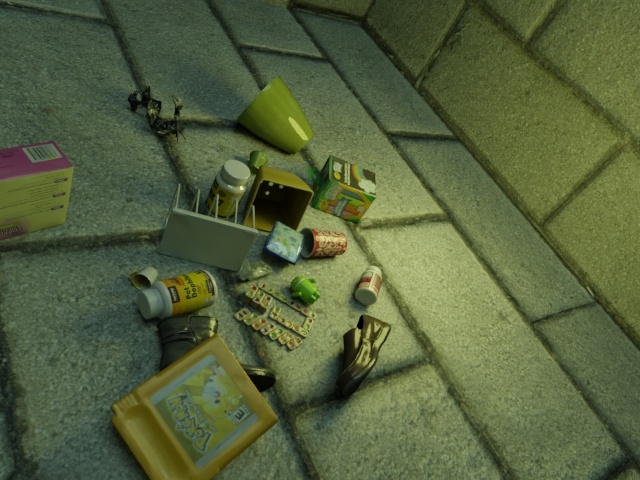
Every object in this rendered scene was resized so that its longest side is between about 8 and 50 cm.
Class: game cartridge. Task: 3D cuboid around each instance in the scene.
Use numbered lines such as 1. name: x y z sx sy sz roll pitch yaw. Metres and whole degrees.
1. game cartridge: -0.310 0.436 1.275 0.323 0.053 0.285 -34 83 -32

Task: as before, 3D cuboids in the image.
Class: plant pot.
1. plant pot: -0.271 -0.322 2.166 0.083 0.083 0.079 24 53 -11
2. plant pot: -0.178 -0.540 2.328 0.293 0.275 0.275 43 38 -13
3. plant pot: -0.176 -0.172 1.982 0.212 0.212 0.187 12 32 -23

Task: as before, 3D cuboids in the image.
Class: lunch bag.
1. lunch bag: -0.136 0.020 1.885 0.129 0.096 0.151 26 30 -9

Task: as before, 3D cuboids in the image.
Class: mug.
1. mug: 0.005 -0.004 1.996 0.169 0.113 0.150 3 50 -36
2. mug: -0.534 0.106 1.560 0.078 0.062 0.064 36 31 -7

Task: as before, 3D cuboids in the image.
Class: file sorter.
1. file sorter: -0.373 -0.048 1.723 0.277 0.193 0.173 16 39 -20

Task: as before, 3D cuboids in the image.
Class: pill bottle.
1. pill bottle: 0.188 0.168 1.958 0.086 0.086 0.152 30 40 -4
2. pill bottle: -0.336 -0.184 1.869 0.119 0.208 0.119 19 41 -17
3. pill bottle: -0.424 0.165 1.526 0.215 0.117 0.117 -15 59 -42

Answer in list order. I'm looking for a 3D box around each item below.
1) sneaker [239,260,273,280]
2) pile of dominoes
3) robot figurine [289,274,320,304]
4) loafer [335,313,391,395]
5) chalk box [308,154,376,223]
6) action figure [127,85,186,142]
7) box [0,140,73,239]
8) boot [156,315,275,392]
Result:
1. sneaker: -0.225 0.106 1.775 0.054 0.061 0.152 46 21 26
2. pile of dominoes: -0.141 0.240 1.700 0.251 0.040 0.196 30 39 -3
3. robot figurine: -0.057 0.171 1.805 0.115 0.067 0.101 42 52 11
4. loafer: 0.118 0.367 1.691 0.130 0.134 0.366 33 29 7
5. chalk box: 0.073 -0.230 2.218 0.289 0.179 0.180 20 42 -15
6. action figure: -0.639 -0.513 2.059 0.275 0.141 0.164 39 38 12
7. box: -0.843 -0.140 1.456 0.117 0.243 0.213 47 42 17
8. boot: -0.293 0.315 1.471 0.338 0.118 0.223 15 37 -27
